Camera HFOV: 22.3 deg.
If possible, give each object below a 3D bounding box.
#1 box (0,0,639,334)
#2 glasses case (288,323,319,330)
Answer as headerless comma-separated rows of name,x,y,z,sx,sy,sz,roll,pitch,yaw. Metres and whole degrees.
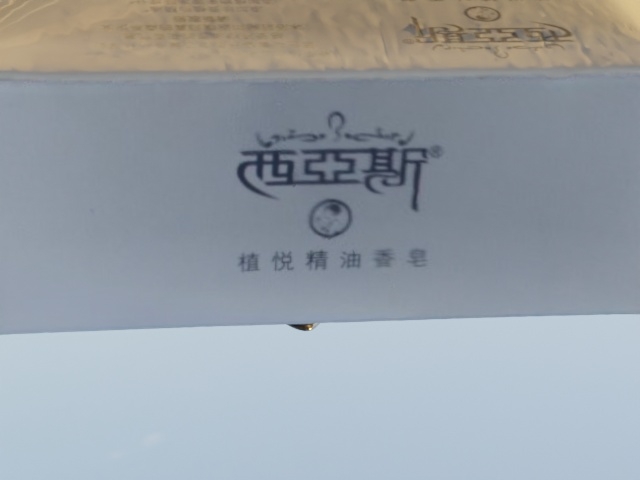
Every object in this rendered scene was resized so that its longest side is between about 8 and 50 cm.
box,-0.005,-0.062,0.690,0.274,0.116,0.203,-2,-151,-8
glasses case,0.000,0.000,1.543,0.060,0.114,0.299,-50,175,21
